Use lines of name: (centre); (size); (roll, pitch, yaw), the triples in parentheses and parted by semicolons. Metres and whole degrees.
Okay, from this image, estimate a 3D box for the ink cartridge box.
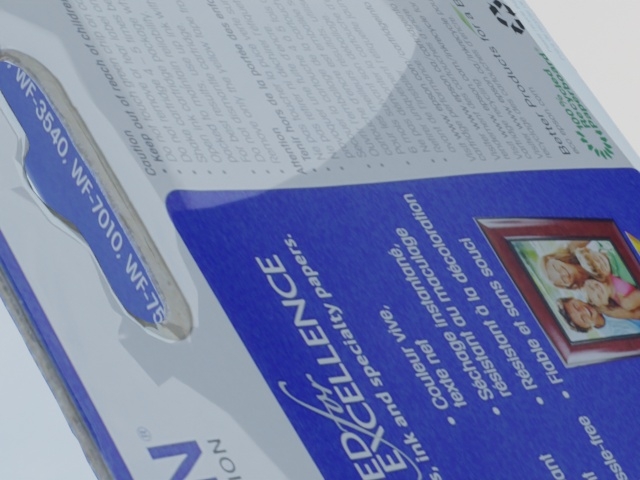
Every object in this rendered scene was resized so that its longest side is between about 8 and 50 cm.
ink cartridge box: (0.000, 0.000, 0.540); (0.307, 0.072, 0.303); (-5, -123, -49)
